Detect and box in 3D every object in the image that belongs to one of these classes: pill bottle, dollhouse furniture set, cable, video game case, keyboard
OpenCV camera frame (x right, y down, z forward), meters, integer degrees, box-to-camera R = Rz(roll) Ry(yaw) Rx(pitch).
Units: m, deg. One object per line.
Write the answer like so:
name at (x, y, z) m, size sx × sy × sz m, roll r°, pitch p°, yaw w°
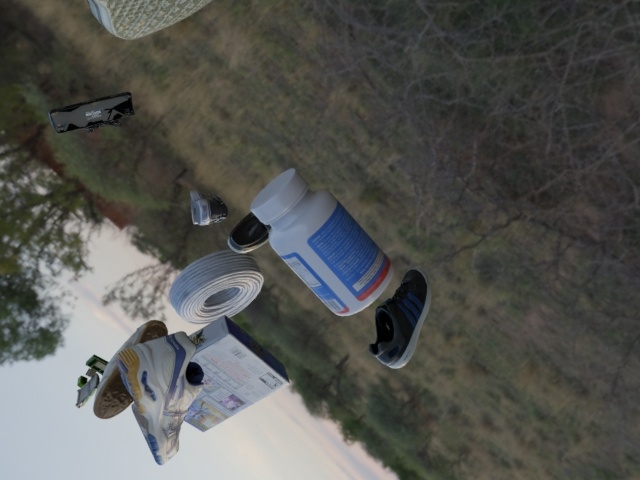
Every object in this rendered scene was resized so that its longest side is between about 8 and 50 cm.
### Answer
pill bottle at (0.000, 0.000, 1.031) m, size 0.221 × 0.124 × 0.124 m, roll 48°, pitch 170°, yaw -19°
dollhouse furniture set at (-0.551, 0.351, 1.656) m, size 0.058 × 0.076 × 0.152 m, roll 41°, pitch -168°, yaw -30°
cable at (-0.278, 0.127, 1.807) m, size 0.257 × 0.257 × 0.089 m, roll 19°, pitch -143°, yaw -59°
video game case at (-0.237, 0.301, 1.491) m, size 0.269 × 0.244 × 0.061 m, roll 52°, pitch -170°, yaw -46°
keyboard at (-0.541, -0.302, 1.600) m, size 0.038 × 0.192 × 0.100 m, roll 59°, pitch 156°, yaw 30°

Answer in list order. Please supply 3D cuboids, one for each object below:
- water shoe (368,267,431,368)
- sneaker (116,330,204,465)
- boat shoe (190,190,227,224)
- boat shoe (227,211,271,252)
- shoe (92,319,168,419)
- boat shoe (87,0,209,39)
water shoe at (0.145, 0.128, 1.225) m, size 0.080 × 0.203 × 0.073 m, roll 33°, pitch 146°, yaw -27°
sneaker at (-0.253, 0.276, 1.156) m, size 0.112 × 0.131 × 0.296 m, roll 48°, pitch 149°, yaw 34°
boat shoe at (-0.265, -0.080, 1.609) m, size 0.228 × 0.076 × 0.080 m, roll -164°, pitch 70°, yaw -72°
boat shoe at (-0.123, -0.059, 1.564) m, size 0.084 × 0.233 × 0.079 m, roll 43°, pitch 152°, yaw 16°
shoe at (-0.380, 0.253, 1.344) m, size 0.076 × 0.219 × 0.058 m, roll 40°, pitch 166°, yaw -34°
boat shoe at (-0.237, -0.358, 0.788) m, size 0.156 × 0.187 × 0.500 m, roll 63°, pitch -172°, yaw -2°
